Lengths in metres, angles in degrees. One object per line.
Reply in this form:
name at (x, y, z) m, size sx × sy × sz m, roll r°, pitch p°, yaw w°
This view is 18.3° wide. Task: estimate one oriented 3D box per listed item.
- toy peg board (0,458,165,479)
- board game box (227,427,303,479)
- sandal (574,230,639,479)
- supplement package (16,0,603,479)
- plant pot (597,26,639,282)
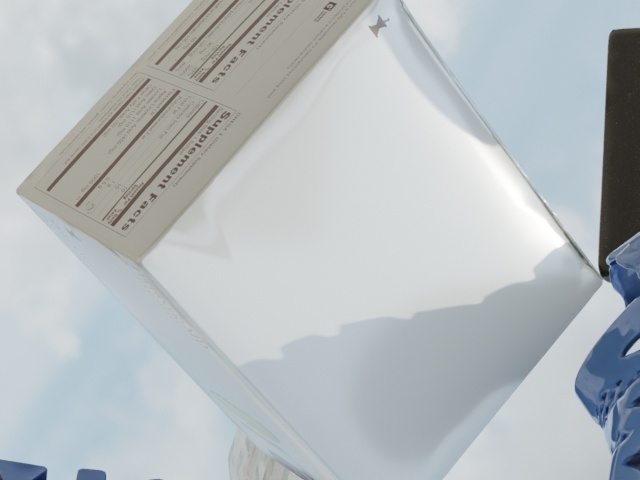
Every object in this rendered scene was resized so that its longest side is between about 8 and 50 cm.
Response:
toy peg board at (-0.130, 0.151, 0.901) m, size 0.160 × 0.161 × 0.079 m, roll -87°, pitch -175°, yaw -56°
board game box at (0.003, 0.193, 1.480) m, size 0.303 × 0.097 × 0.224 m, roll -101°, pitch -160°, yaw -51°
sandal at (0.213, 0.096, 1.173) m, size 0.138 × 0.126 × 0.317 m, roll 0°, pitch -139°, yaw 30°
supplement package at (0.000, 0.000, 1.135) m, size 0.204 × 0.262 × 0.145 m, roll -49°, pitch -144°, yaw -13°
plant pot at (0.325, -0.052, 1.418) m, size 0.167 × 0.188 × 0.187 m, roll -7°, pitch -106°, yaw 44°
